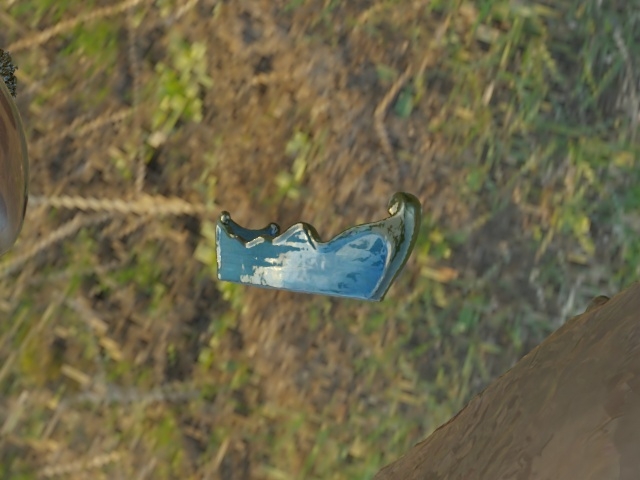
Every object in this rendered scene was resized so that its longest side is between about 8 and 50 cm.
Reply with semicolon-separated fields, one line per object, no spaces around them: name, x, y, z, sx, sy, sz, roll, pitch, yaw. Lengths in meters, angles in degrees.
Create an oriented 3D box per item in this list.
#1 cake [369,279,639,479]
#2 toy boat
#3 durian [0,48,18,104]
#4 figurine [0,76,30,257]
cake;0.127;0.190;0.759;0.237;0.230;0.309;37;130;-12
toy boat;0.000;0.000;1.387;0.075;0.077;0.185;11;176;-39
durian;-0.241;-0.103;1.328;0.080;0.091;0.080;-9;119;-16
figurine;-0.308;-0.036;0.785;0.388;0.276;0.248;46;149;33
